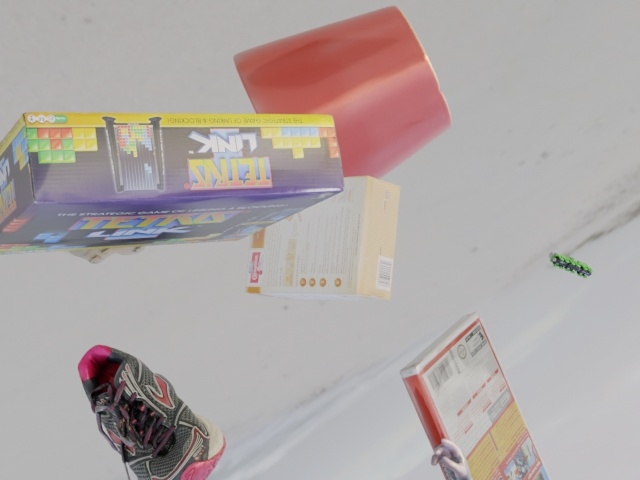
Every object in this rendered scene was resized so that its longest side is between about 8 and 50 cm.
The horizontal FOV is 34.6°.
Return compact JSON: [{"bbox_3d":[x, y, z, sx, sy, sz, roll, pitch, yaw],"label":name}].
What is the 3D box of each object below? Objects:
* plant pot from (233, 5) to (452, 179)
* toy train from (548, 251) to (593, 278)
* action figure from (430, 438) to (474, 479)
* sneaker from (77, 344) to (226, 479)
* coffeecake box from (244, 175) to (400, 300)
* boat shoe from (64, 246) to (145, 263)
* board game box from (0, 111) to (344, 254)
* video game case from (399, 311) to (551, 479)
[{"bbox_3d":[0.039,-0.199,1.475,0.243,0.275,0.275,-26,172,3],"label":"plant pot"},{"bbox_3d":[0.335,0.032,1.378,0.083,0.023,0.017,19,118,-38],"label":"toy train"},{"bbox_3d":[0.097,0.333,0.923,0.370,0.275,0.248,-11,176,25],"label":"action figure"},{"bbox_3d":[-0.222,0.228,1.273,0.121,0.112,0.299,-49,-145,-10],"label":"sneaker"},{"bbox_3d":[0.000,0.000,1.269,0.185,0.142,0.068,-1,170,41],"label":"coffeecake box"},{"bbox_3d":[-0.308,-0.040,1.604,0.341,0.110,0.121,-17,-137,52],"label":"boat shoe"},{"bbox_3d":[-0.095,-0.029,0.573,0.170,0.048,0.141,-4,172,-29],"label":"board game box"},{"bbox_3d":[0.191,0.240,1.157,0.025,0.285,0.204,-23,-178,31],"label":"video game case"}]
